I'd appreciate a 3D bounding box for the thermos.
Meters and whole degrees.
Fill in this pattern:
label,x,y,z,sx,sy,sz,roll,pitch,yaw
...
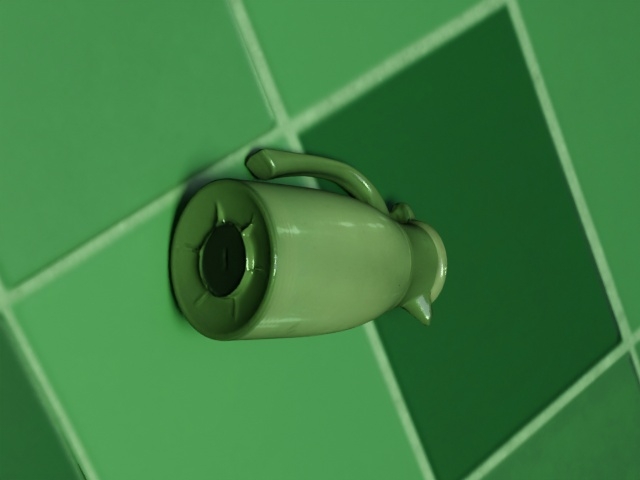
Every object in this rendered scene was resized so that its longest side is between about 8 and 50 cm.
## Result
label,x,y,z,sx,sy,sz,roll,pitch,yaw
thermos,0.000,0.000,1.118,0.193,0.105,0.137,1,58,-43
